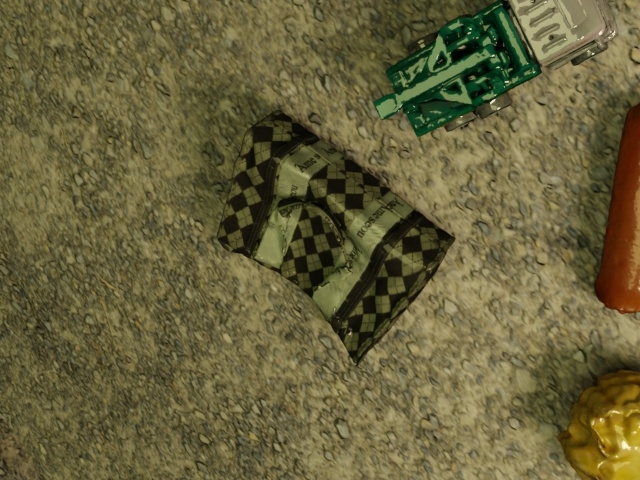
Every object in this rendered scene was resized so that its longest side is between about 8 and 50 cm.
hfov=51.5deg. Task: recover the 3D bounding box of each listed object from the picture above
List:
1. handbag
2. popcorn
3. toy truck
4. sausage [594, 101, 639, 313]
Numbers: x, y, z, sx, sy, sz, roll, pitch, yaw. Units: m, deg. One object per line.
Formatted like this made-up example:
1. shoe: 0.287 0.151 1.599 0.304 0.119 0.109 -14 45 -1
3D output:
1. handbag: 0.000 0.000 1.258 0.416 0.180 0.316 39 130 10
2. popcorn: 0.512 0.333 1.085 0.250 0.190 0.250 7 103 30
3. toy truck: 0.263 -0.285 1.037 0.364 0.178 0.176 -25 92 27
4. sausage: 0.500 -0.044 1.034 0.097 0.094 0.348 9 108 20
